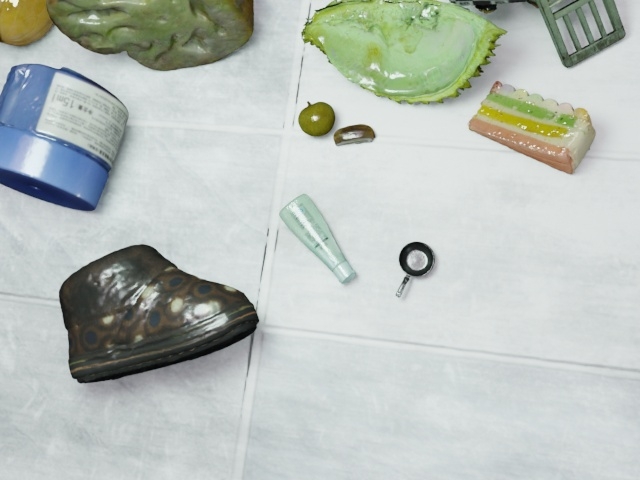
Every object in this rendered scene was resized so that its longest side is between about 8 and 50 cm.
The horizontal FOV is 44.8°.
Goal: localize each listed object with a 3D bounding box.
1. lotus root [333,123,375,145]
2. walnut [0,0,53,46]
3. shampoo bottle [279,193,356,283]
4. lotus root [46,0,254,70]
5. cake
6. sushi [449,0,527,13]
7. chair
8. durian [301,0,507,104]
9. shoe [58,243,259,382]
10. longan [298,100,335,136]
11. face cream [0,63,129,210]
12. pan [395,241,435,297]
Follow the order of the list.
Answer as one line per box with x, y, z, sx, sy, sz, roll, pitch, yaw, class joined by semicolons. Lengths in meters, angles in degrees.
0.066;-0.212;1.539;0.083;0.030;0.037;-7;76;9;lotus root
-0.661;-0.531;1.667;0.196;0.195;0.221;2;72;11;walnut
0.000;0.000;1.504;0.069;0.041;0.190;-37;75;-4;shampoo bottle
-0.311;-0.464;1.488;0.391;0.375;0.111;7;66;-27;lotus root
0.396;-0.219;1.450;0.225;0.090;0.109;28;89;15;cake
0.304;-0.462;1.486;0.139;0.201;0.031;-3;122;1;sushi
0.455;-0.491;1.484;0.136;0.147;0.270;-29;118;6;chair
0.146;-0.362;1.469;0.395;0.198;0.163;13;83;15;durian
-0.314;0.120;1.473;0.384;0.171;0.237;-17;80;15;shoe
-0.009;-0.246;1.541;0.075;0.075;0.083;-23;67;6;longan
-0.528;-0.203;1.542;0.249;0.249;0.225;15;77;13;face cream
0.171;0.057;1.468;0.068;0.023;0.115;27;82;14;pan
